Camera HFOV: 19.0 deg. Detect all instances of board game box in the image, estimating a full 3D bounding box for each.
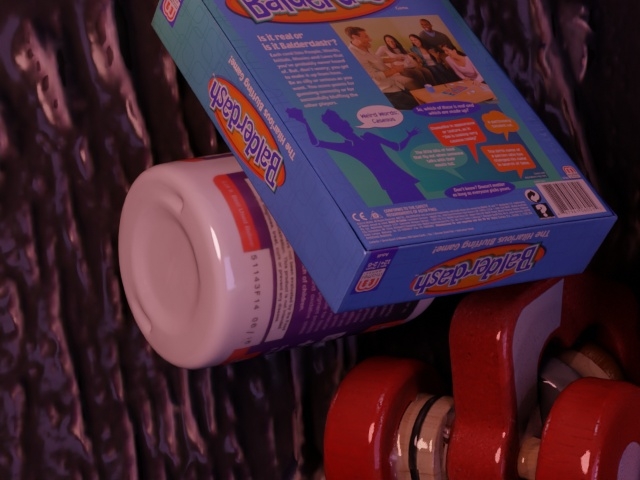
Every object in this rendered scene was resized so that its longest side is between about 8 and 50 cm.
[{"bbox_3d":[0.030,-0.063,0.978,0.160,0.210,0.047,-7,140,-34],"label":"board game box"}]

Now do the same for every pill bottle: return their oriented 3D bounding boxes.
[{"bbox_3d":[0.000,0.000,1.020,0.193,0.108,0.108,-10,104,-33],"label":"pill bottle"}]

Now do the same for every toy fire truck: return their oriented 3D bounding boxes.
[{"bbox_3d":[0.142,0.152,1.138,0.254,0.169,0.302,-29,117,-55],"label":"toy fire truck"}]
